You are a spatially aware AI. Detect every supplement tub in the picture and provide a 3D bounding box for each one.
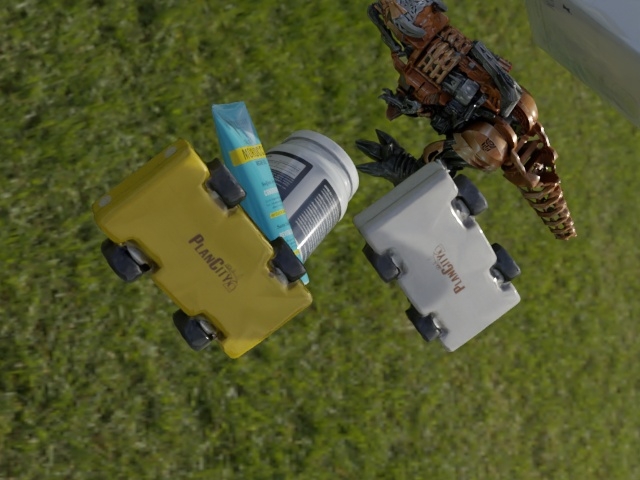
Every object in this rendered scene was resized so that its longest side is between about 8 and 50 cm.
[{"bbox_3d":[-0.071,-0.057,1.946,0.272,0.191,0.191,-50,123,-30],"label":"supplement tub"}]

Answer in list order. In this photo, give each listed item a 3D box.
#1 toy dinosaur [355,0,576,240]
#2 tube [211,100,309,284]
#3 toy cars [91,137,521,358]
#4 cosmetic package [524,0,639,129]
[{"bbox_3d":[0.153,-0.120,1.111,0.164,0.218,0.322,-27,97,-24],"label":"toy dinosaur"},{"bbox_3d":[-0.067,-0.046,1.109,0.080,0.052,0.207,-28,101,-73],"label":"tube"},{"bbox_3d":[0.000,0.000,0.811,0.394,0.176,0.087,2,34,-32],"label":"toy cars"},{"bbox_3d":[0.338,-0.230,1.105,0.225,0.138,0.224,44,3,21],"label":"cosmetic package"}]
